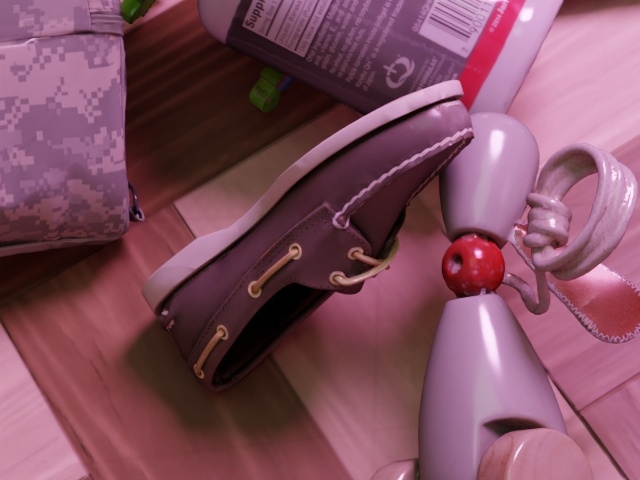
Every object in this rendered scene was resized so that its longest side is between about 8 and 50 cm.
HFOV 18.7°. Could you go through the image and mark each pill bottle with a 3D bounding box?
[{"bbox_3d":[0.015,-0.203,1.488,0.318,0.176,0.176,27,70,-1],"label":"pill bottle"}]

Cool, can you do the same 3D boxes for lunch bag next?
[{"bbox_3d":[-0.299,-0.103,1.485,0.305,0.212,0.256,-8,86,-21],"label":"lunch bag"}]

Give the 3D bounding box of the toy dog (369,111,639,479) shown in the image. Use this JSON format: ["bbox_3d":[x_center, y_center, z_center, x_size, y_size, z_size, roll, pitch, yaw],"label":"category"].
[{"bbox_3d":[0.148,0.090,1.377,0.220,0.161,0.334,17,88,52],"label":"toy dog"}]

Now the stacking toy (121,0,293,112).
[{"bbox_3d":[-0.039,-0.225,1.631,0.167,0.052,0.221,35,77,23],"label":"stacking toy"}]

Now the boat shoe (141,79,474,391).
[{"bbox_3d":[0.000,0.000,1.407,0.324,0.116,0.097,-37,75,34],"label":"boat shoe"}]
